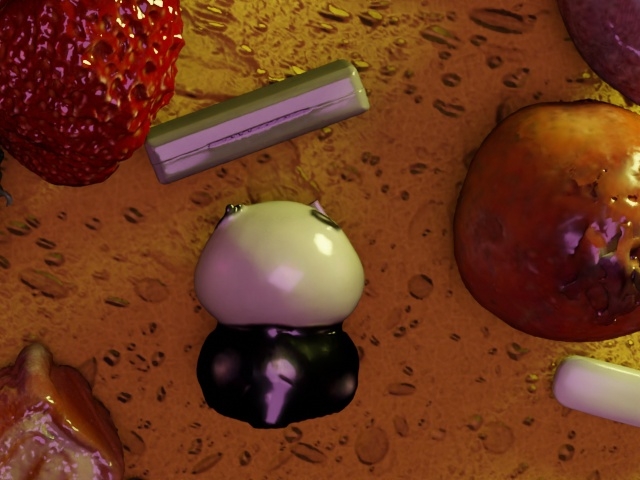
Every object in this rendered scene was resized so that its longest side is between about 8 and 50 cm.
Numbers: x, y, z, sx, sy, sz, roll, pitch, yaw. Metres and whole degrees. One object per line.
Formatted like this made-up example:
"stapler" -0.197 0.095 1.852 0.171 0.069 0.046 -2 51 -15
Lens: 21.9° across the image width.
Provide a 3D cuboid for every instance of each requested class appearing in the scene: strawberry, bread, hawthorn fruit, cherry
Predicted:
"strawberry" -0.270 -0.185 1.704 0.261 0.261 0.258 17 93 -7
"bread" -0.333 0.263 1.828 0.190 0.123 0.244 42 94 -11
"hawthorn fruit" 0.294 -0.006 1.756 0.276 0.307 0.276 -5 108 -16
"cherry" 0.352 -0.263 1.784 0.192 0.175 0.250 -5 98 -18

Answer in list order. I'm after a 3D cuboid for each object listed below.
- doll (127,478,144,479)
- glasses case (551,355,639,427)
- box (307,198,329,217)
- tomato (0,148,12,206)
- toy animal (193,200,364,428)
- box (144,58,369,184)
"doll" -0.174 0.310 1.898 0.125 0.027 0.037 30 96 -12
"glasses case" 0.349 0.178 1.915 0.164 0.041 0.063 14 99 -8
"box" 0.000 0.000 1.871 0.046 0.012 0.083 -34 100 0
"tomato" -0.481 -0.037 1.680 0.303 0.239 0.303 2 100 11
"toy animal" -0.045 0.073 1.802 0.187 0.165 0.235 -1 97 1
"box" -0.071 -0.131 1.798 0.243 0.103 0.055 -21 104 -2
